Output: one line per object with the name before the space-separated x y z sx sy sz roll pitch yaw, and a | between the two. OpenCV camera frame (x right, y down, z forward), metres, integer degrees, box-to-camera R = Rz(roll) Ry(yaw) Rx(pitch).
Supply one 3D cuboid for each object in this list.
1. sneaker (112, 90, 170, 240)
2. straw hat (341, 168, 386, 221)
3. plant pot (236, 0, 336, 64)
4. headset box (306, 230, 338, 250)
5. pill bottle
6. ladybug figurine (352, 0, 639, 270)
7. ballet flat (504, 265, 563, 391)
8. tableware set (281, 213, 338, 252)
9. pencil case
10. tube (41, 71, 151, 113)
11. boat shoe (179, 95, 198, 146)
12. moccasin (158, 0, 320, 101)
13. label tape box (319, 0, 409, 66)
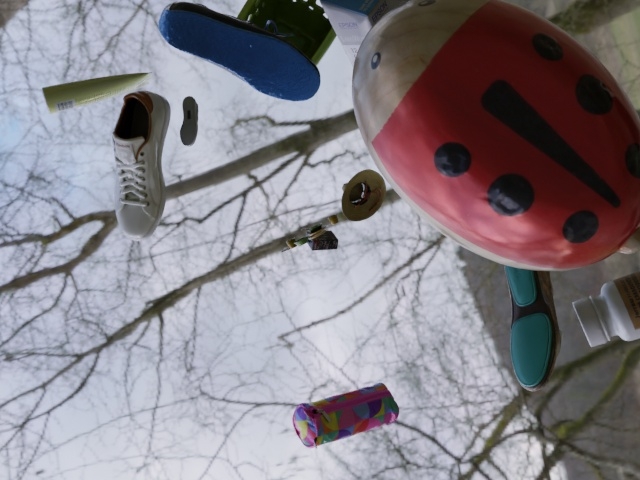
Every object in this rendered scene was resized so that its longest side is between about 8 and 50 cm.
sneaker | -0.360 -0.142 1.409 0.123 0.106 0.290 -11 -73 -75
straw hat | 0.088 -0.118 1.815 0.144 0.061 0.144 -20 -55 -32
plant pot | -0.080 -0.533 1.905 0.228 0.207 0.227 31 -107 -1
headset box | 0.000 0.000 2.064 0.062 0.083 0.032 -124 37 -58
pill bottle | 0.654 0.136 1.539 0.131 0.229 0.131 57 -161 -32
ladybug figurine | 0.241 -0.139 0.937 0.449 0.305 0.162 37 -179 0
ballet flat | 0.450 0.155 1.525 0.106 0.108 0.316 20 -117 -41
tableware set | -0.019 -0.021 1.702 0.154 0.104 0.024 -31 -82 -37
pencil case | 0.055 0.375 1.595 0.236 0.104 0.104 -8 -99 -34
tube | -0.503 -0.343 1.682 0.070 0.240 0.062 -124 24 -45
boat shoe | -0.251 -0.228 1.441 0.035 0.035 0.100 32 -125 -73
moccasin | -0.150 -0.399 1.486 0.342 0.137 0.116 25 -151 -24
label tape box | 0.143 -0.508 1.599 0.249 0.115 0.347 -56 -43 -24
